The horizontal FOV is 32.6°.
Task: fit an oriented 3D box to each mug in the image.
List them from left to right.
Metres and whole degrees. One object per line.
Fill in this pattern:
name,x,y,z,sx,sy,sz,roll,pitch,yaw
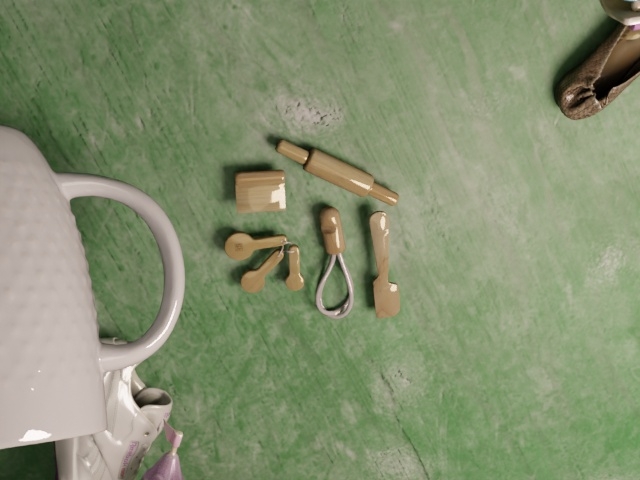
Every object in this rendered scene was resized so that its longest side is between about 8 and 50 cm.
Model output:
mug,-0.331,0.049,1.159,0.374,0.276,0.328,-6,84,-9

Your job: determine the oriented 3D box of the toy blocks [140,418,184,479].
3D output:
toy blocks,-0.147,0.396,1.260,0.309,0.288,0.260,-6,125,-47

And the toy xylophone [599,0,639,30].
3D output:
toy xylophone,0.376,-0.400,1.185,0.236,0.081,0.323,-20,100,-2

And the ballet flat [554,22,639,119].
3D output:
ballet flat,0.375,-0.237,1.277,0.084,0.058,0.250,41,100,-20

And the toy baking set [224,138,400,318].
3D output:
toy baking set,0.002,-0.006,1.330,0.256,0.030,0.197,20,109,-14

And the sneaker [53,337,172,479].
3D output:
sneaker,-0.253,0.260,1.344,0.152,0.114,0.305,-5,111,-5
